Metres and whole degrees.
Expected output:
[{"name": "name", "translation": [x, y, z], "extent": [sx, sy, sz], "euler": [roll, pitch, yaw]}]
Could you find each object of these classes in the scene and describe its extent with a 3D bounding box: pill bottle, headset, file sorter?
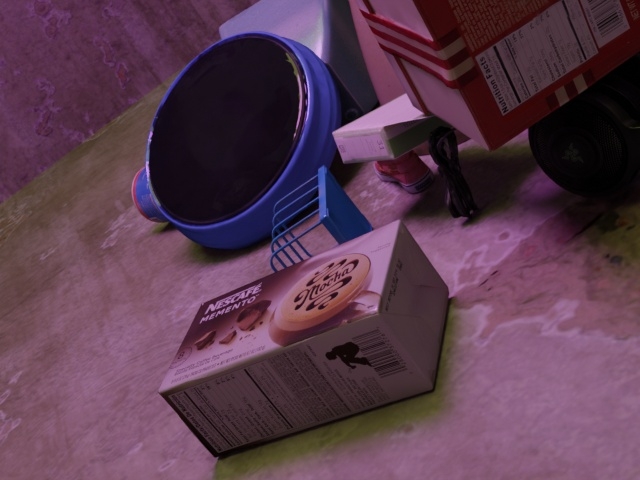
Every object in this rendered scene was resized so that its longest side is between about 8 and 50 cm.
[{"name": "pill bottle", "translation": [-0.264, -0.107, 1.876], "extent": [0.221, 0.124, 0.124], "euler": [-9, 34, 47]}, {"name": "headset", "translation": [0.321, -0.126, 1.117], "extent": [0.394, 0.185, 0.243], "euler": [-7, 28, 23]}, {"name": "file sorter", "translation": [0.000, 0.000, 1.294], "extent": [0.104, 0.118, 0.170], "euler": [-33, 22, 15]}]

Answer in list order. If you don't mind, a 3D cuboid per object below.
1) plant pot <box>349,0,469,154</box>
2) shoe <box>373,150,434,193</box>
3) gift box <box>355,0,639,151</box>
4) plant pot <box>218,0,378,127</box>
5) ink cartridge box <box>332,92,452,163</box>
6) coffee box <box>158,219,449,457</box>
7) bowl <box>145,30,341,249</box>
[{"name": "plant pot", "translation": [0.163, -0.319, 1.487], "extent": [0.256, 0.274, 0.256], "euler": [-30, 22, 14]}, {"name": "shoe", "translation": [0.109, -0.131, 1.442], "extent": [0.063, 0.081, 0.178], "euler": [-37, 22, -3]}, {"name": "gift box", "translation": [0.195, -0.275, 1.038], "extent": [0.276, 0.255, 0.258], "euler": [-30, 27, -5]}, {"name": "plant pot", "translation": [-0.022, -0.316, 1.813], "extent": [0.247, 0.248, 0.252], "euler": [-29, 38, 16]}, {"name": "ink cartridge box", "translation": [0.148, -0.163, 1.260], "extent": [0.171, 0.056, 0.235], "euler": [-30, 18, -29]}, {"name": "coffee box", "translation": [-0.017, 0.115, 1.084], "extent": [0.297, 0.119, 0.168], "euler": [-23, 27, 28]}, {"name": "bowl", "translation": [-0.147, -0.180, 1.642], "extent": [0.391, 0.077, 0.391], "euler": [-15, 64, 32]}]
